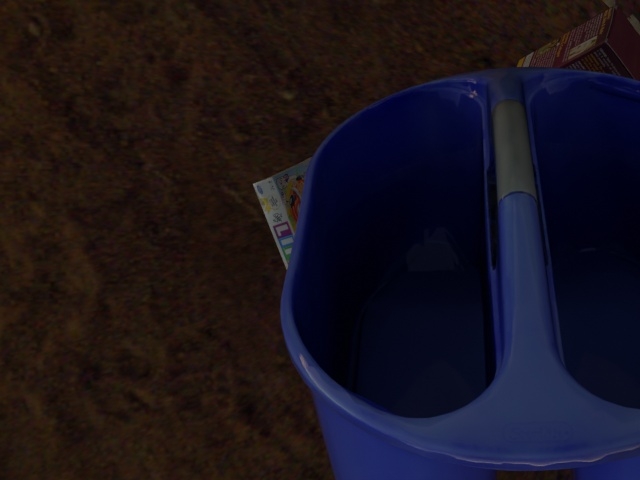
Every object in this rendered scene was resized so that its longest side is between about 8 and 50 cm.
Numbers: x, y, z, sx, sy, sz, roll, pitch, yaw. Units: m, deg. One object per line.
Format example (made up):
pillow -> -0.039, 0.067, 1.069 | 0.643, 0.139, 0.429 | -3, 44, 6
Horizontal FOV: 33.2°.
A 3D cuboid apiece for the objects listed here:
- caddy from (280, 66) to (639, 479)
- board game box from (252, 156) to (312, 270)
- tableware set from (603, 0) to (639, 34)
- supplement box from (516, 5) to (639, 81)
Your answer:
caddy -> 0.109, 0.017, 0.589 | 0.241, 0.341, 0.179 | -5, 125, 9
board game box -> 0.000, 0.000, 1.043 | 0.026, 0.103, 0.154 | -17, 98, 35
tableware set -> 0.519, -0.402, 1.707 | 0.194, 0.039, 0.128 | 49, 117, 8
supplement box -> 0.177, -0.115, 0.742 | 0.083, 0.055, 0.043 | -27, 113, 39
